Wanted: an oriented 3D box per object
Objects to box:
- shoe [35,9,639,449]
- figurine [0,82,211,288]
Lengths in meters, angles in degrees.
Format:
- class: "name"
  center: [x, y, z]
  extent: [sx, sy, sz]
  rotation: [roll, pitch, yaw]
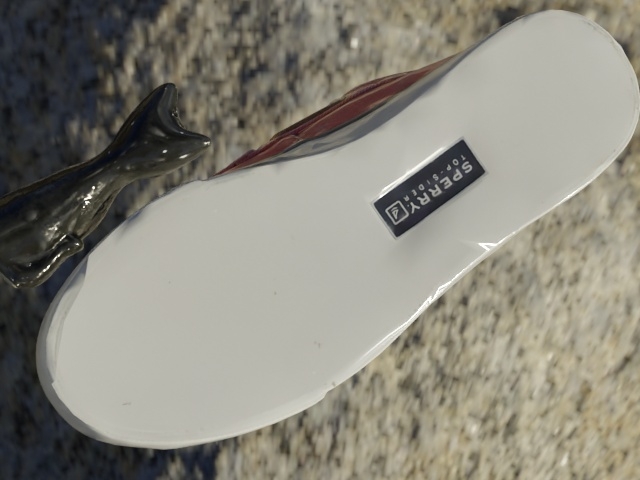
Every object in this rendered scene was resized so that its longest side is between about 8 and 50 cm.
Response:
- class: "shoe"
  center: [0.000, 0.000, 0.497]
  extent: [0.178, 0.081, 0.063]
  rotation: [-32, 93, -19]
- class: "figurine"
  center: [-0.146, 0.005, 1.515]
  extent: [0.209, 0.092, 0.215]
  rotation: [-39, 75, -2]
